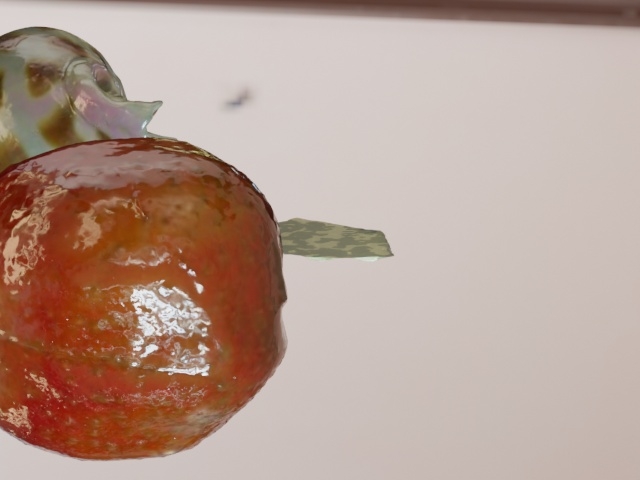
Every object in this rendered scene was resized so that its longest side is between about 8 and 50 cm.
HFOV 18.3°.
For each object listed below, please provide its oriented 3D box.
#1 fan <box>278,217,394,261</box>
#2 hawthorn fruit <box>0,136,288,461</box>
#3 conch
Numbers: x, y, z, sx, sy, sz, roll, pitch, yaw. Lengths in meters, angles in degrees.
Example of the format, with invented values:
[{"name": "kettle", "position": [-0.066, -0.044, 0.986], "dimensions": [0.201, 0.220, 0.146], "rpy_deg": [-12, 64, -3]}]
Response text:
[{"name": "fan", "position": [0.000, 0.000, 1.981], "dimensions": [0.240, 0.131, 0.009], "rpy_deg": [-156, -117, -65]}, {"name": "hawthorn fruit", "position": [-0.180, 0.049, 1.493], "dimensions": [0.254, 0.300, 0.254], "rpy_deg": [174, -90, -71]}, {"name": "conch", "position": [-0.268, -0.094, 2.017], "dimensions": [0.249, 0.197, 0.368], "rpy_deg": [50, -7, -12]}]
